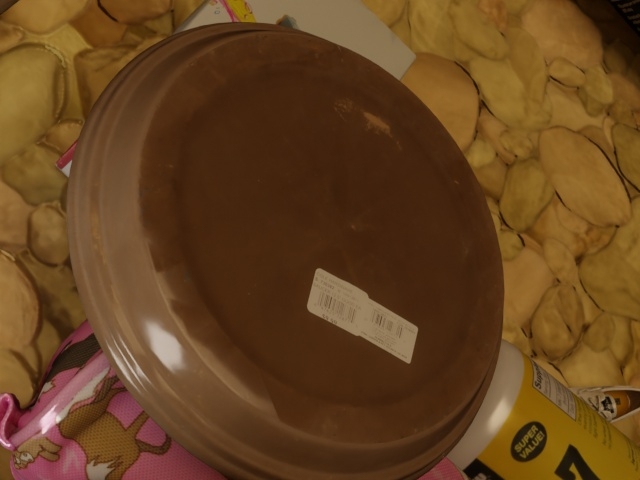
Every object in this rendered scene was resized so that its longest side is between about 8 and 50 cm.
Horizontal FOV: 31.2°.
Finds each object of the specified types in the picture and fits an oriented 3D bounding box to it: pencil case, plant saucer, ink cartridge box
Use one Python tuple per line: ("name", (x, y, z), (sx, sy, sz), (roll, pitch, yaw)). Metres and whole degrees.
("pencil case", (-0.003, 0.177, 0.666), (0.386, 0.160, 0.167), (46, 40, -11))
("plant saucer", (0.000, 0.000, 0.621), (0.278, 0.041, 0.277), (16, 62, -31))
("ink cartridge box", (-0.052, -0.084, 0.735), (0.127, 0.128, 0.176), (43, 57, -12))

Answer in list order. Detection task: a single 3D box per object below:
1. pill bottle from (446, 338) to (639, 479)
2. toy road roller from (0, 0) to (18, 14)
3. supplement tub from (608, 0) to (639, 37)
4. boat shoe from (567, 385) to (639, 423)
("pill bottle", (0.123, 0.140, 0.775), (0.208, 0.119, 0.119), (38, 59, -15))
("toy road roller", (-0.282, -0.252, 0.582), (0.329, 0.241, 0.202), (47, 58, -10))
("supplement tub", (0.298, -0.295, 0.974), (0.316, 0.194, 0.193), (46, 57, -12))
("boat shoe", (0.211, 0.128, 0.882), (0.100, 0.035, 0.035), (-1, 75, -32))
